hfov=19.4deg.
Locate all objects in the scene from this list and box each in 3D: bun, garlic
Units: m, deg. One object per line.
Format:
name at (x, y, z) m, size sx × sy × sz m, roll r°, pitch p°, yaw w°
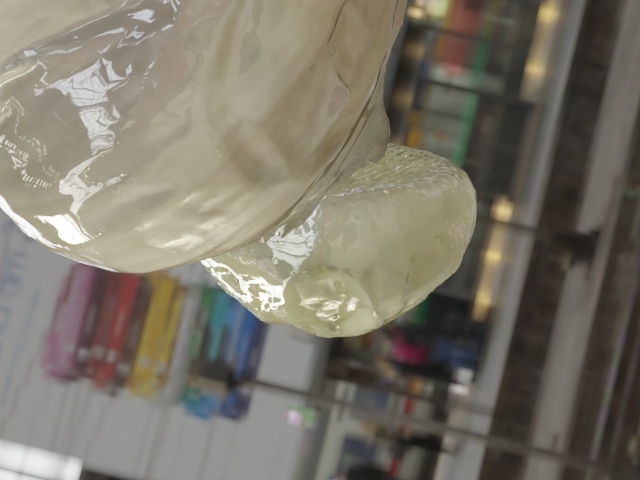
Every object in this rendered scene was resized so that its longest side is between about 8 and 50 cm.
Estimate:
bun at (0.000, 0.000, 1.055) m, size 0.183 × 0.183 × 0.102 m, roll -65°, pitch -18°, yaw -74°
garlic at (-0.078, -0.107, 0.526) m, size 0.178 × 0.229 × 0.143 m, roll -36°, pitch -22°, yaw 27°
